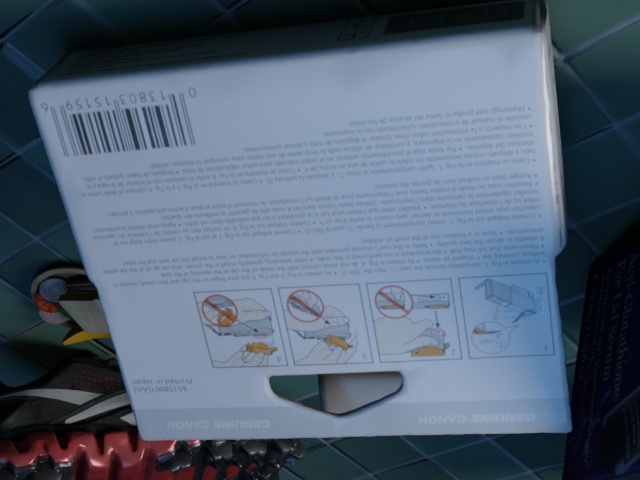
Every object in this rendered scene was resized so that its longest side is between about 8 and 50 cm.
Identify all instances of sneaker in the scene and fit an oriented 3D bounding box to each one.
[{"bbox_3d":[-0.149,0.148,0.846,0.276,0.135,0.098,-1,132,-24],"label":"sneaker"}]

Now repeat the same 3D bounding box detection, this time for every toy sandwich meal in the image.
[{"bbox_3d":[-0.172,0.050,0.783,0.085,0.029,0.085,5,140,4],"label":"toy sandwich meal"}]

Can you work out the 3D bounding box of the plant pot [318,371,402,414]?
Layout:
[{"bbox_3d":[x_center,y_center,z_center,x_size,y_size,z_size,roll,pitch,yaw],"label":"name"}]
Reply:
[{"bbox_3d":[0.051,0.047,0.689,0.109,0.109,0.096,-5,124,17],"label":"plant pot"}]

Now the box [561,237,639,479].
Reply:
[{"bbox_3d":[0.235,0.066,0.594,0.108,0.153,0.207,17,155,-9],"label":"box"}]

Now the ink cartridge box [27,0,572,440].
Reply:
[{"bbox_3d":[0.000,0.000,0.611,0.275,0.060,0.239,-4,119,15],"label":"ink cartridge box"}]
